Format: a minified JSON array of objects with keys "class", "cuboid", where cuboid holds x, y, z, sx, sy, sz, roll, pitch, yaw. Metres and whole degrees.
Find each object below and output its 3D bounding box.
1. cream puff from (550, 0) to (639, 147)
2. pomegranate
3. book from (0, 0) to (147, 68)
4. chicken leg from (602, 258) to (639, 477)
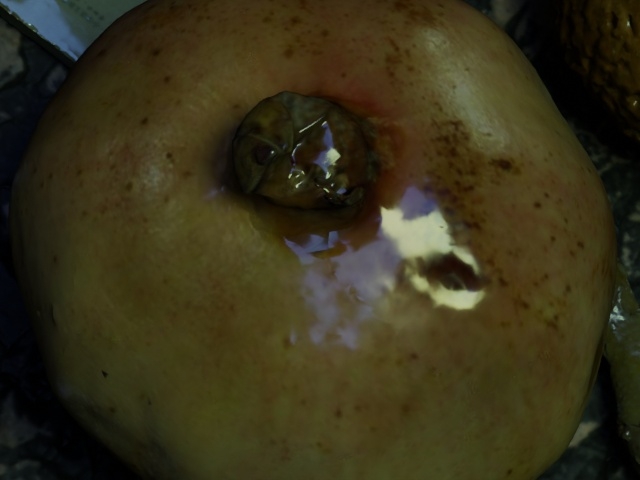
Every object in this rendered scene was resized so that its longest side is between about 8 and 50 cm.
[{"class":"cream puff","cuboid":[0.296,-0.167,0.955,0.303,0.212,0.303,2,69,-5]},{"class":"pomegranate","cuboid":[0.000,0.000,0.775,0.338,0.338,0.338,4,75,-13]},{"class":"book","cuboid":[-0.115,-0.242,0.968,0.215,0.025,0.282,36,68,-4]},{"class":"chicken leg","cuboid":[0.215,0.090,0.941,0.085,0.069,0.198,-22,75,-20]}]
